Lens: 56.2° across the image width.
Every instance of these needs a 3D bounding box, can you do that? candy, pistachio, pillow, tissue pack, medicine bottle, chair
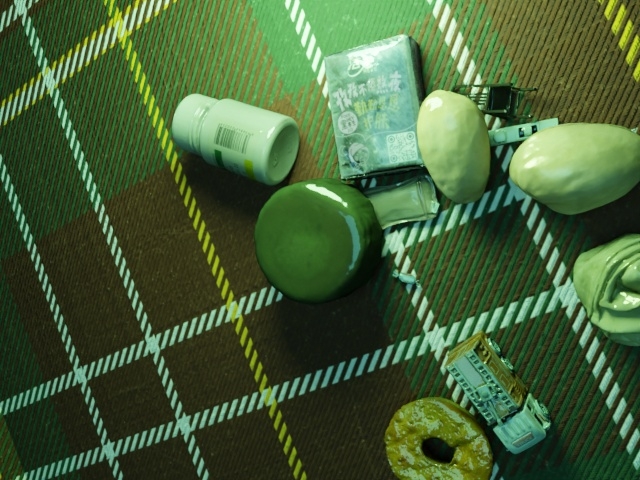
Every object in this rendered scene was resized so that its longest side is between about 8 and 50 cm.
[{"bbox_3d":[0.246,0.105,1.711,0.083,0.020,0.030,20,104,19],"label":"candy"},{"bbox_3d":[0.336,-0.239,1.522,0.188,0.187,0.299,-7,113,24],"label":"pistachio"},{"bbox_3d":[0.618,-0.179,1.431,0.318,0.193,0.213,-14,101,13],"label":"pistachio"},{"bbox_3d":[0.219,-0.105,1.691,0.233,0.038,0.130,-14,92,26],"label":"pillow"},{"bbox_3d":[0.160,-0.358,1.652,0.260,0.122,0.361,-9,90,22],"label":"tissue pack"},{"bbox_3d":[-0.253,-0.307,1.781,0.340,0.208,0.208,21,103,21],"label":"medicine bottle"},{"bbox_3d":[0.441,-0.363,1.559,0.212,0.102,0.084,20,105,58],"label":"chair"}]

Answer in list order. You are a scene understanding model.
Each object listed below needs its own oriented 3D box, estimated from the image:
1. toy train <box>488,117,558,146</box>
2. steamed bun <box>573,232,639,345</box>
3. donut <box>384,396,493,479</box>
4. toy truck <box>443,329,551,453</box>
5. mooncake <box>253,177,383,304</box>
[{"bbox_3d":[0.505,-0.274,1.548,0.208,0.047,0.043,-8,91,22],"label":"toy train"},{"bbox_3d":[0.760,0.129,1.394,0.276,0.203,0.289,-31,84,23],"label":"steamed bun"},{"bbox_3d":[0.336,0.577,1.675,0.303,0.110,0.302,1,94,24],"label":"donut"},{"bbox_3d":[0.463,0.404,1.571,0.136,0.162,0.305,-41,79,21],"label":"toy truck"},{"bbox_3d":[0.000,0.000,1.709,0.357,0.194,0.356,3,97,24],"label":"mooncake"}]
